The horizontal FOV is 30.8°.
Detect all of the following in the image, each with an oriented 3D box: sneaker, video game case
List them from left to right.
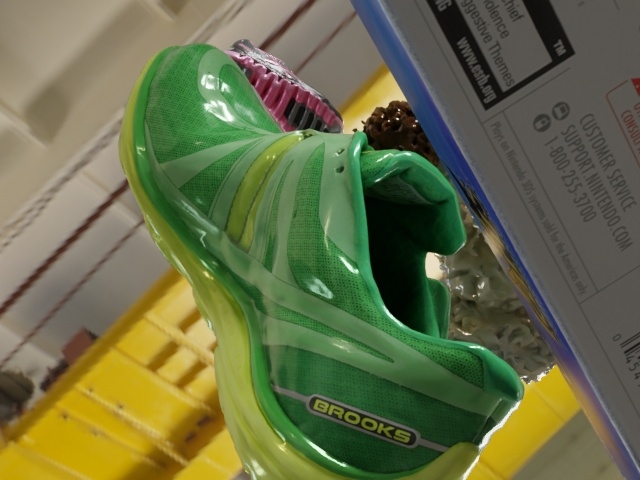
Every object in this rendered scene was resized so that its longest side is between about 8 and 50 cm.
[{"bbox_3d":[-0.029,-0.123,0.936,0.119,0.057,0.047,34,-55,-8],"label":"sneaker"},{"bbox_3d":[0.000,0.000,0.515,0.123,0.295,0.109,-41,-43,11],"label":"sneaker"},{"bbox_3d":[0.157,-0.067,0.366,0.244,0.061,0.269,-32,-66,1],"label":"video game case"}]

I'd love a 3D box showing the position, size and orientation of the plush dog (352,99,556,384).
[{"bbox_3d":[0.135,-0.048,0.629,0.262,0.210,0.225,-19,-19,15],"label":"plush dog"}]
